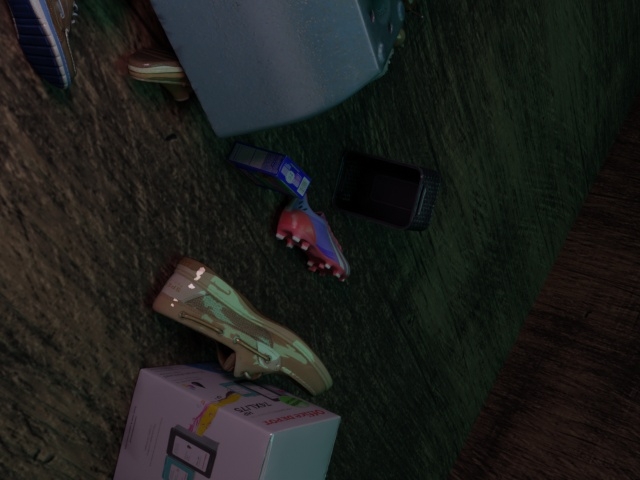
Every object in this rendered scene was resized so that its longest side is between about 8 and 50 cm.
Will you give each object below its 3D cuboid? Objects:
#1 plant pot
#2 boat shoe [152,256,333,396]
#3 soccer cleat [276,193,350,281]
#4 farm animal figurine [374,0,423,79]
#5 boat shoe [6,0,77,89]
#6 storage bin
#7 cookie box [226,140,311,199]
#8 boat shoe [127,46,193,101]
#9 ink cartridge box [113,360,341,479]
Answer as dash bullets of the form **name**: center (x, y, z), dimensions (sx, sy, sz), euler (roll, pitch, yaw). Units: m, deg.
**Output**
- **plant pot**: center (-0.031, -0.309, 1.121), dimensions (0.247, 0.252, 0.248), euler (67, 34, -40)
- **boat shoe**: center (-0.123, 0.166, 1.346), dimensions (0.341, 0.121, 0.110), euler (41, 72, -23)
- **soccer cleat**: center (0.000, 0.000, 1.560), dimensions (0.248, 0.083, 0.095), euler (42, 65, -53)
- **farm animal figurine**: center (0.121, -0.478, 1.415), dimensions (0.327, 0.172, 0.330), euler (-58, 145, -21)
- **boat shoe**: center (-0.313, -0.264, 0.959), dimensions (0.066, 0.066, 0.183), euler (-46, 140, -37)
- **storage bin**: center (0.126, -0.095, 1.604), dimensions (0.084, 0.180, 0.122), euler (3, 103, -56)
- **cookie box**: center (-0.083, -0.113, 1.346), dimensions (0.040, 0.107, 0.092), euler (-64, 146, -10)
- **boat shoe**: center (-0.194, -0.228, 1.165), dimensions (0.190, 0.068, 0.072), euler (-20, 133, -52)
- **ink cartridge box**: center (-0.146, 0.331, 1.317), dimensions (0.198, 0.270, 0.197), euler (6, 100, -58)
